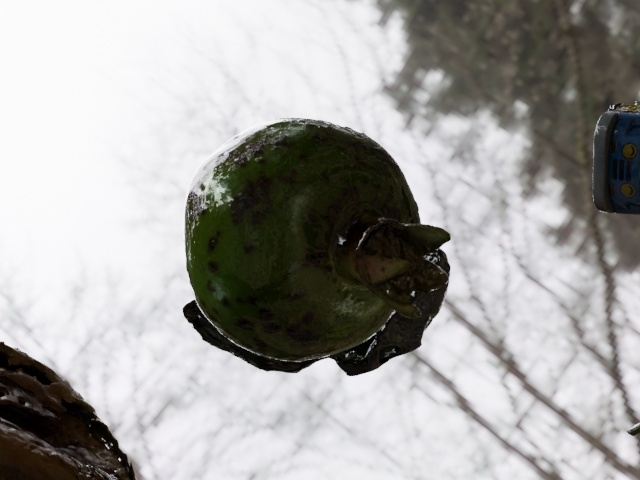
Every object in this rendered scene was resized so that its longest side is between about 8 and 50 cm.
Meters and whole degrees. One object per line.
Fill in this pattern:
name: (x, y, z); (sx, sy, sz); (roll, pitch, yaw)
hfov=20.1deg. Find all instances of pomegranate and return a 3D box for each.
pomegranate: (0.000, 0.000, 1.496); (0.211, 0.263, 0.211); (-3, -85, -37)

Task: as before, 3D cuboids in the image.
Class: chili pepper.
chili pepper: (0.015, 0.078, 1.792); (0.148, 0.264, 0.116); (-4, -100, -71)

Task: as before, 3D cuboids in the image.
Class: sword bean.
sword bean: (0.301, 0.148, 1.572); (0.083, 0.012, 0.012); (-39, -29, 25)

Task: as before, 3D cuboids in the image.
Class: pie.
pie: (-0.246, 0.154, 1.415); (0.085, 0.308, 0.308); (-55, -35, 6)

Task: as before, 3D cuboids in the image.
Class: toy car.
toy car: (0.338, -0.085, 1.701); (0.191, 0.100, 0.097); (-20, -65, -46)
